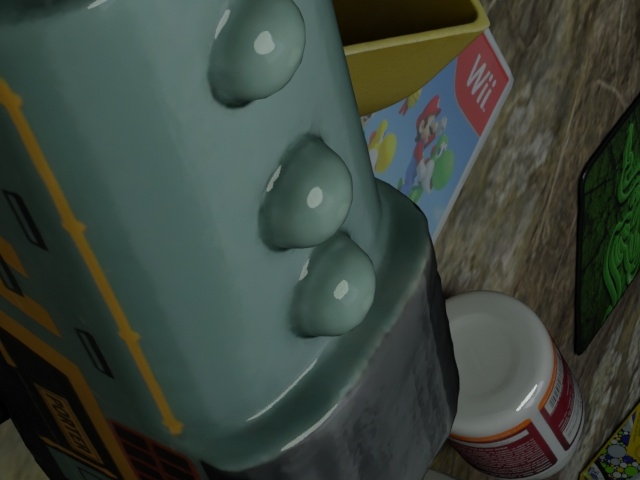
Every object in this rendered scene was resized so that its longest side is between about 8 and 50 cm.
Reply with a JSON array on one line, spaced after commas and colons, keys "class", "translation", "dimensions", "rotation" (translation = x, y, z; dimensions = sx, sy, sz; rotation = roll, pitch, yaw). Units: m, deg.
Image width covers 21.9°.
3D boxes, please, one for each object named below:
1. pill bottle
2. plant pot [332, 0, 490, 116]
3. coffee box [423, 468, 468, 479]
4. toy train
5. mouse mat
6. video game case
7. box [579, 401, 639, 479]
[{"class": "pill bottle", "translation": [0.108, 0.093, 0.976], "dimensions": [0.086, 0.086, 0.152], "rotation": [-62, 153, -13]}, {"class": "plant pot", "translation": [-0.002, -0.082, 0.625], "dimensions": [0.081, 0.081, 0.083], "rotation": [-15, 156, -34]}, {"class": "coffee box", "translation": [0.146, 0.388, 0.911], "dimensions": [0.337, 0.338, 0.334], "rotation": [-49, 151, -61]}, {"class": "toy train", "translation": [-0.070, -0.034, 0.424], "dimensions": [0.142, 0.190, 0.334], "rotation": [-54, 151, -28]}, {"class": "mouse mat", "translation": [0.221, -0.023, 1.194], "dimensions": [0.152, 0.007, 0.189], "rotation": [-49, 149, -34]}, {"class": "video game case", "translation": [0.000, 0.000, 0.771], "dimensions": [0.285, 0.025, 0.204], "rotation": [-64, 153, -11]}, {"class": "box", "translation": [0.278, 0.182, 1.394], "dimensions": [0.169, 0.059, 0.054], "rotation": [-39, 144, -45]}]
